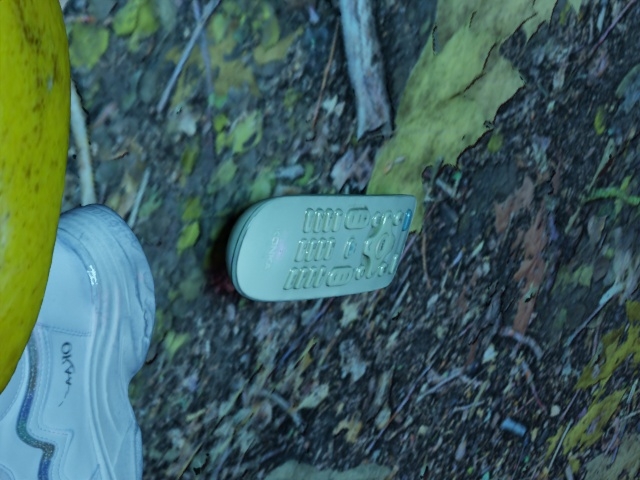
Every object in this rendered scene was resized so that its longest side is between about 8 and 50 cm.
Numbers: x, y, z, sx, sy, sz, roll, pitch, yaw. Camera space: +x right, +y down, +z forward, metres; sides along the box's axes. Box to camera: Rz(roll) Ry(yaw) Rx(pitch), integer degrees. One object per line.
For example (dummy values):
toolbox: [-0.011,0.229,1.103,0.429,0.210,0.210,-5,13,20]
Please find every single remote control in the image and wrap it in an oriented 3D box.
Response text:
remote control: [0.000,0.000,1.044,0.229,0.044,0.073,-5,111,-61]

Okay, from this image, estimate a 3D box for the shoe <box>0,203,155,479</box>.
shoe: [-0.172,0.104,0.846,0.137,0.095,0.245,-9,117,-46]

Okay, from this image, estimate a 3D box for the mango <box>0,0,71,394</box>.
mango: [-0.198,-0.063,0.607,0.201,0.199,0.350,0,122,-12]
